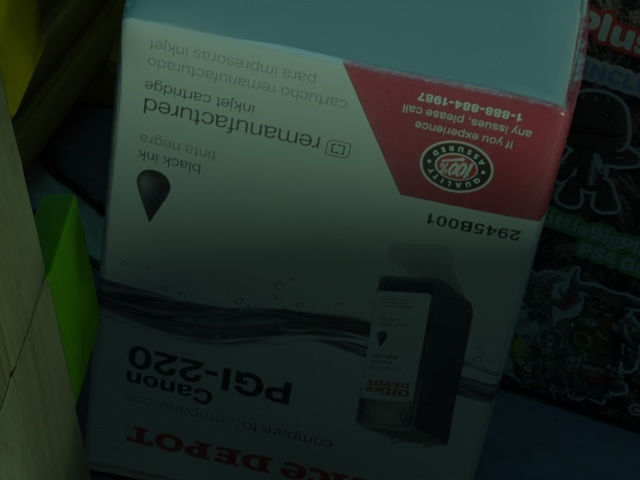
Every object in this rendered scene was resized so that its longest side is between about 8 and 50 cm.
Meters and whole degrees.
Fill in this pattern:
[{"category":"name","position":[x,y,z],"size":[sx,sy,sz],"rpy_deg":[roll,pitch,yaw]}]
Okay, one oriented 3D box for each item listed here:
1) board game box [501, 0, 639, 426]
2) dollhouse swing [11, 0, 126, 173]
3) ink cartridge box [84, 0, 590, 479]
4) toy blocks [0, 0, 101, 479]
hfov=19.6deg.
[{"category":"board game box","position":[0.180,-0.095,0.820],"size":[0.141,0.291,0.232],"rpy_deg":[18,35,11]},{"category":"dollhouse swing","position":[-0.009,-0.183,0.845],"size":[0.315,0.347,0.305],"rpy_deg":[6,34,-6]},{"category":"ink cartridge box","position":[0.000,0.000,0.700],"size":[0.158,0.218,0.092],"rpy_deg":[12,40,3]},{"category":"toy blocks","position":[-0.209,0.043,0.502],"size":[0.260,0.381,0.191],"rpy_deg":[-3,33,7]}]
